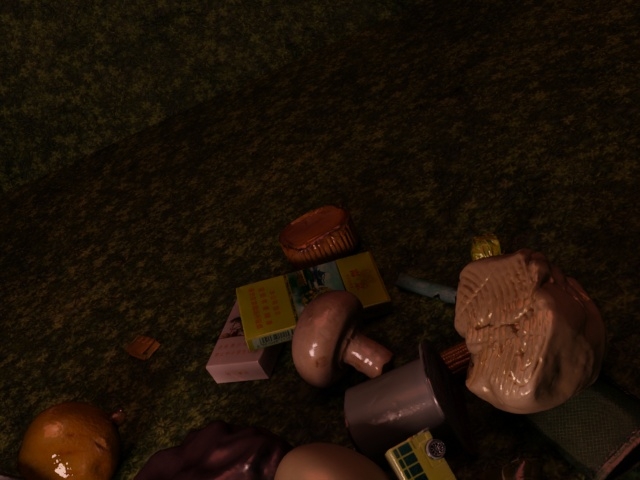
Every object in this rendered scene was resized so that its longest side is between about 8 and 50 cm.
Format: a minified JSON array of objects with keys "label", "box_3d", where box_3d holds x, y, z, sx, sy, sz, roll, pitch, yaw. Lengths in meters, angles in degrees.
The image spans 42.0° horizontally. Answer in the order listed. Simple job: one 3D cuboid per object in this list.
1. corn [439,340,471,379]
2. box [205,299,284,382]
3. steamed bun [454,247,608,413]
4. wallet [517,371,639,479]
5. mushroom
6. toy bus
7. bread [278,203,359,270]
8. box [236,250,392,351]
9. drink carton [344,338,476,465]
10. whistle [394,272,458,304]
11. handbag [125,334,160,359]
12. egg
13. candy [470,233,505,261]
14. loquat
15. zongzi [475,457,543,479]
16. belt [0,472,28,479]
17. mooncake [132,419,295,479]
[{"label":"corn","box_3d":[0.306,0.219,1.618,0.207,0.068,0.068,-28,32,5]},{"label":"box","box_3d":[-0.159,0.224,1.963,0.149,0.067,0.233,-7,38,26]},{"label":"steamed bun","box_3d":[0.372,0.165,1.464,0.289,0.203,0.276,18,86,65]},{"label":"wallet","box_3d":[0.455,0.304,1.401,0.160,0.055,0.236,-35,25,-7]},{"label":"mushroom","box_3d":[0.035,0.212,1.717,0.206,0.206,0.209,-39,40,-17]},{"label":"toy bus","box_3d":[0.181,0.403,1.354,0.101,0.088,0.175,-26,71,-10]},{"label":"bread","box_3d":[0.000,0.000,2.125,0.199,0.104,0.199,-20,28,11]},{"label":"box","box_3d":[-0.019,0.137,1.918,0.335,0.047,0.187,-15,38,-4]},{"label":"drink carton","box_3d":[0.154,0.303,1.518,0.190,0.191,0.185,-23,34,20]},{"label":"whistle","box_3d":[0.240,0.107,1.853,0.186,0.039,0.039,15,52,47]},{"label":"handbag","box_3d":[-0.461,0.274,2.154,0.083,0.027,0.061,7,48,45]},{"label":"egg","box_3d":[0.029,0.440,1.377,0.242,0.186,0.186,35,60,11]},{"label":"candy","box_3d":[0.358,0.093,1.772,0.073,0.077,0.262,2,47,6]},{"label":"loquat","box_3d":[-0.523,0.446,1.801,0.246,0.213,0.213,-35,33,-11]},{"label":"zongzi","box_3d":[0.301,0.439,1.349,0.130,0.062,0.154,-29,42,40]},{"label":"belt","box_3d":[-0.650,0.602,1.662,0.325,0.122,0.260,-2,72,42]},{"label":"mooncake","box_3d":[-0.206,0.502,1.490,0.351,0.212,0.381,-14,32,32]}]
